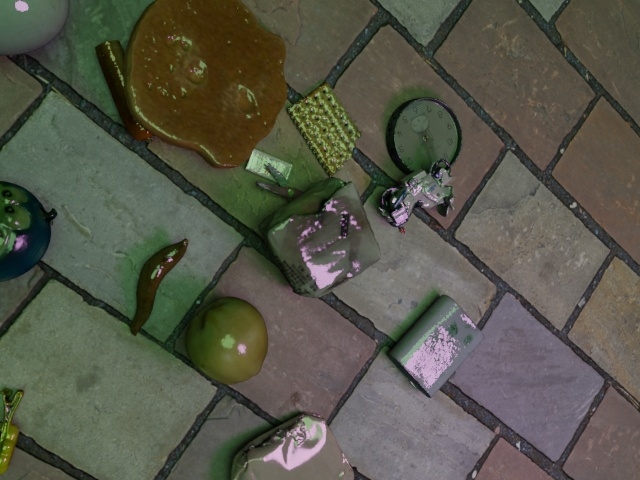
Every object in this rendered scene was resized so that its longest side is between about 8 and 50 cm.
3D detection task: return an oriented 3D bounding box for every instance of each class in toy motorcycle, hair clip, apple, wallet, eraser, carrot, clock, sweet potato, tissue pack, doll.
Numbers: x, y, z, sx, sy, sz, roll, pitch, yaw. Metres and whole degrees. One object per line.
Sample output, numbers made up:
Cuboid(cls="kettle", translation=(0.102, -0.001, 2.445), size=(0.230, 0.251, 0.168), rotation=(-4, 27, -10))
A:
Cuboid(cls="toy motorcycle", translation=(0.257, -0.105, 1.513), size=(0.221, 0.102, 0.150), rotation=(-30, 114, -7))
Cuboid(cls="hair clip", translation=(-0.655, 0.399, 1.227), size=(0.046, 0.072, 0.173), rotation=(7, 81, -18))
Cuboid(cls="apple", translation=(-0.209, 0.224, 1.320), size=(0.200, 0.200, 0.199), rotation=(-1, 93, -20))
Cuboid(cls="wallet", translation=(-0.080, 0.589, 1.453), size=(0.335, 0.068, 0.274), rotation=(-21, 104, -25))
Cuboid(cls="eraser", translation=(0.309, 0.282, 1.570), size=(0.227, 0.081, 0.174), rotation=(-44, 106, -12))
Cuboid(cls="carrot", translation=(-0.420, -0.318, 1.276), size=(0.067, 0.067, 0.225), rotation=(-24, 99, -18))
Cuboid(cls="clock", translation=(0.277, -0.271, 1.550), size=(0.215, 0.042, 0.214), rotation=(-1, 93, -21))
Cuboid(cls="sweet potato", translation=(-0.380, 0.095, 1.317), size=(0.069, 0.059, 0.249), rotation=(29, 87, -32))
Cuboid(cls="tissue pack", translation=(-0.124, -0.176, 1.413), size=(0.108, 0.023, 0.056), rotation=(22, 86, -21))
Cuboid(cls="doll", translation=(-0.672, -0.008, 1.138), size=(0.322, 0.186, 0.198), rotation=(-14, 66, -2))

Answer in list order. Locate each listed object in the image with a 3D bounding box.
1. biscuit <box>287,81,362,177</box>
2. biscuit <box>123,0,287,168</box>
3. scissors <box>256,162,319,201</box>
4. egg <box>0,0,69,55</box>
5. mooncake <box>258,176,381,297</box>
Cuboid(cls="biscuit", translation=(0.021, -0.280, 1.467), size=(0.144, 0.016, 0.203), rotation=(-39, 104, -14))
Cuboid(cls="biscuit", translation=(-0.250, -0.374, 1.318), size=(0.365, 0.062, 0.385), rotation=(30, 72, -24))
Cuboid(cls="scissors", translation=(-0.071, -0.113, 1.423), size=(0.187, 0.020, 0.133), rotation=(34, 86, -29))
Cuboid(cls="egg", translation=(-0.659, -0.494, 1.064), size=(0.389, 0.276, 0.276), rotation=(21, 85, -20))
Cuboid(cls="mooncake", translation=(-0.002, 0.000, 1.404), size=(0.250, 0.136, 0.254), rotation=(-31, 111, -17))
